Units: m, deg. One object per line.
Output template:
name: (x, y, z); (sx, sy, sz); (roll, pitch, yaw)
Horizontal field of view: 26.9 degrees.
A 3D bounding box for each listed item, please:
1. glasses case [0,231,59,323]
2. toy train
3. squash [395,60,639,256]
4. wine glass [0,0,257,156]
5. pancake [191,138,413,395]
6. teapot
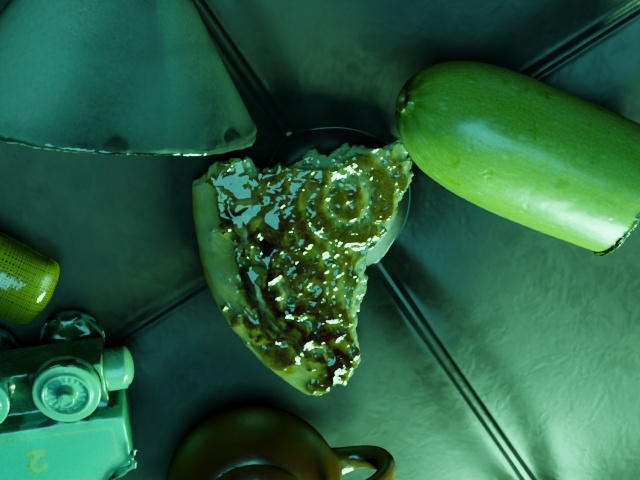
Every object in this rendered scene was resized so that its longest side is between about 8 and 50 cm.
glasses case: (-0.361, 0.006, 1.252); (0.234, 0.064, 0.079); (27, 100, -14)
toy train: (-0.278, 0.165, 1.301); (0.203, 0.112, 0.163); (-7, 119, -1)
squash: (0.179, -0.089, 1.225); (0.247, 0.132, 0.133); (23, 108, -12)
wine glass: (-0.159, -0.289, 1.060); (0.267, 0.267, 0.406); (6, 106, -7)
pancake: (0.000, 0.000, 1.298); (0.244, 0.057, 0.266); (-39, 115, 1)
teapot: (-0.046, 0.258, 1.344); (0.252, 0.135, 0.178); (-11, 117, 1)
